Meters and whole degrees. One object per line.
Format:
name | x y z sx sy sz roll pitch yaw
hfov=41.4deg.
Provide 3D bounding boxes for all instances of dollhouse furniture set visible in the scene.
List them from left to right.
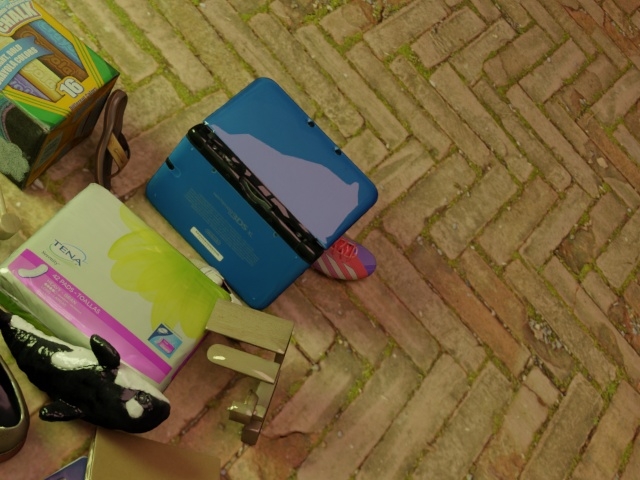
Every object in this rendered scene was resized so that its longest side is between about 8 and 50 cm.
dollhouse furniture set | -0.128 0.203 1.298 0.123 0.151 0.144 18 52 2

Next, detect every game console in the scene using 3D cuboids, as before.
game console | -0.100 -0.078 1.429 0.293 0.250 0.173 47 33 1

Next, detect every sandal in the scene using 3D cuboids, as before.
sandal | -0.329 -0.152 1.368 0.049 0.072 0.180 14 96 -1

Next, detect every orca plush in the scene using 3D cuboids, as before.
orca plush | -0.349 0.190 1.147 0.287 0.151 0.102 39 43 -3

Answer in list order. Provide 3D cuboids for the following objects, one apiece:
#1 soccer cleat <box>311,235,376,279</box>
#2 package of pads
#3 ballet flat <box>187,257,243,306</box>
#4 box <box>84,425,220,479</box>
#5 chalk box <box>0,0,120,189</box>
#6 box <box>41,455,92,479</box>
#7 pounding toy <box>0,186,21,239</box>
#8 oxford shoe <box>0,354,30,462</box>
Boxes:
soccer cleat | 0.000 0.000 1.514 0.248 0.095 0.083 24 54 -16
package of pads | -0.306 0.079 1.277 0.296 0.101 0.229 40 50 -5
ballet flat | -0.163 0.087 1.391 0.168 0.052 0.057 51 50 5
box | -0.231 0.357 1.175 0.201 0.021 0.164 23 44 -28
chalk box | -0.497 -0.261 1.315 0.289 0.180 0.179 42 49 -5
box | -0.309 0.413 1.116 0.136 0.036 0.225 -27 79 -40
pounding toy | -0.543 -0.054 1.227 0.206 0.094 0.181 37 44 -19
oxford shoe | -0.493 0.128 1.114 0.348 0.130 0.123 48 50 2
